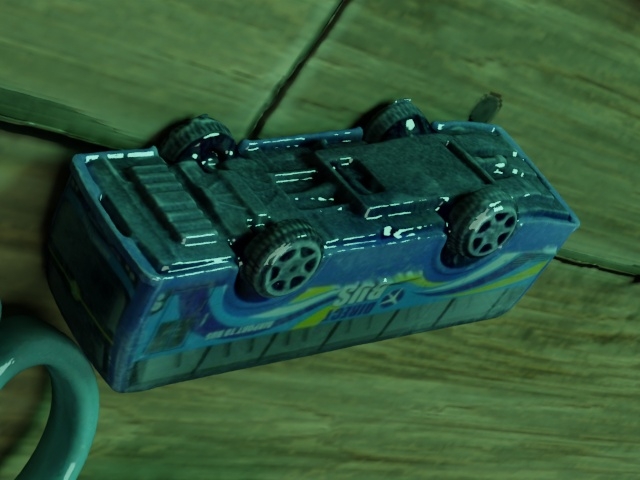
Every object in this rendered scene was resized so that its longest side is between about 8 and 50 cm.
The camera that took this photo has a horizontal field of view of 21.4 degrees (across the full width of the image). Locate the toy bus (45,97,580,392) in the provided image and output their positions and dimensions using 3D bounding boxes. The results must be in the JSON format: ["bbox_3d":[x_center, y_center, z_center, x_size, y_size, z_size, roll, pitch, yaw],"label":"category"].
[{"bbox_3d":[0.001,0.003,0.699,0.237,0.079,0.094,-9,134,-39],"label":"toy bus"}]

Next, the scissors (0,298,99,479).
[{"bbox_3d":[-0.258,0.191,0.621,0.447,0.029,0.192,-50,145,-7],"label":"scissors"}]
